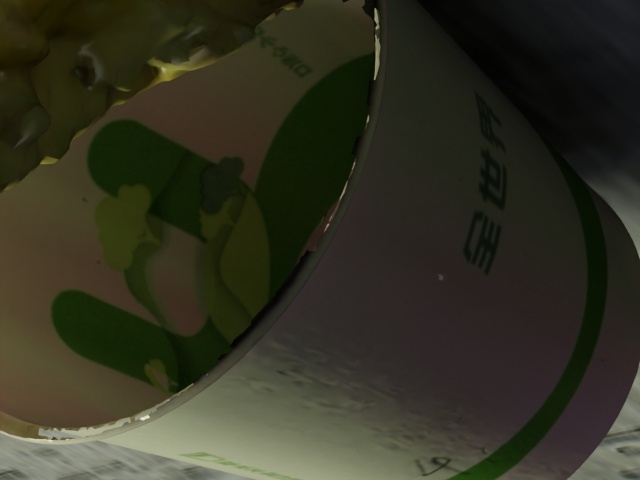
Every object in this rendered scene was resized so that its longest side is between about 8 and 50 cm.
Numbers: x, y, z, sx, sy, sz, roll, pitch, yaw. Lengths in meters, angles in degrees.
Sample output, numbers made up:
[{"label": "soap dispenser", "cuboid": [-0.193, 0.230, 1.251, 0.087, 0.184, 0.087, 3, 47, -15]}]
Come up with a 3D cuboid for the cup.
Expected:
[{"label": "cup", "cuboid": [0.000, 0.000, 0.805, 0.253, 0.253, 0.274, -11, 153, 38]}]

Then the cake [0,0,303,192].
[{"label": "cake", "cuboid": [-0.167, -0.155, 0.555, 0.227, 0.222, 0.286, -11, 113, 38]}]
